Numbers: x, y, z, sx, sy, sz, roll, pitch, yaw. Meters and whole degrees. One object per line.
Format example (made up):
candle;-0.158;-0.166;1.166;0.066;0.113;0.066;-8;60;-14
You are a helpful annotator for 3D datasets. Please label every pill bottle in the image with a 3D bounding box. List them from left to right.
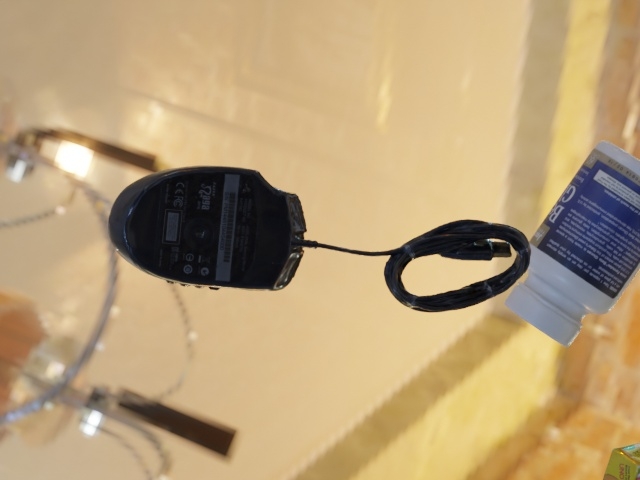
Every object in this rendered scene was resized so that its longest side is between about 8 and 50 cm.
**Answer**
pill bottle;0.236;0.005;1.647;0.169;0.094;0.094;-56;-26;4

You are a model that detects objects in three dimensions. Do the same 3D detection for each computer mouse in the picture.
computer mouse;0.000;0.000;1.073;0.041;0.242;0.071;-144;63;-81

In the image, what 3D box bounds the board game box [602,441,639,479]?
board game box;0.242;0.271;1.481;0.124;0.039;0.259;-7;-58;-42
